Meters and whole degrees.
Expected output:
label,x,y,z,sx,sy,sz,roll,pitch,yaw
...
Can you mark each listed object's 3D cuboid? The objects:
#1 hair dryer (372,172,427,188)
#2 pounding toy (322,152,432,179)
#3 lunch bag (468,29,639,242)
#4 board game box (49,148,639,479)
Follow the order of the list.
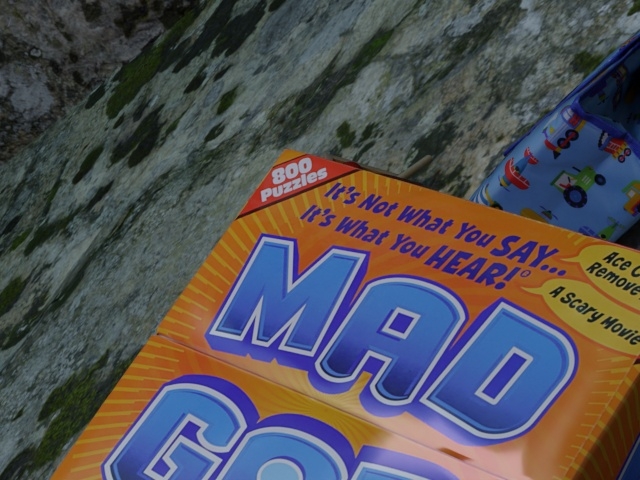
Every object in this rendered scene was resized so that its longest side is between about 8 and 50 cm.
label,x,y,z,sx,sy,sz,roll,pitch,yaw
hair dryer,0.000,0.000,1.772,0.294,0.080,0.223,-28,-9,-19
pounding toy,0.067,-0.055,2.018,0.130,0.141,0.100,-98,26,-60
lunch bag,0.296,-0.115,1.713,0.221,0.138,0.293,-48,5,43
board game box,0.082,0.209,1.167,0.356,0.356,0.356,19,66,39
